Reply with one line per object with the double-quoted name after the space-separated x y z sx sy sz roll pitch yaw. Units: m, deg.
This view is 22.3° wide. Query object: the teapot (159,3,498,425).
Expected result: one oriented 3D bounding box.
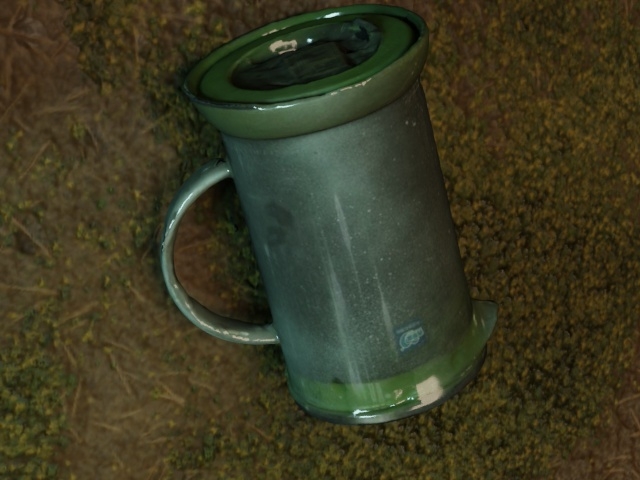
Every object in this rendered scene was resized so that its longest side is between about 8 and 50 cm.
0.000 0.000 1.369 0.270 0.200 0.337 -18 116 -4 "teapot"
